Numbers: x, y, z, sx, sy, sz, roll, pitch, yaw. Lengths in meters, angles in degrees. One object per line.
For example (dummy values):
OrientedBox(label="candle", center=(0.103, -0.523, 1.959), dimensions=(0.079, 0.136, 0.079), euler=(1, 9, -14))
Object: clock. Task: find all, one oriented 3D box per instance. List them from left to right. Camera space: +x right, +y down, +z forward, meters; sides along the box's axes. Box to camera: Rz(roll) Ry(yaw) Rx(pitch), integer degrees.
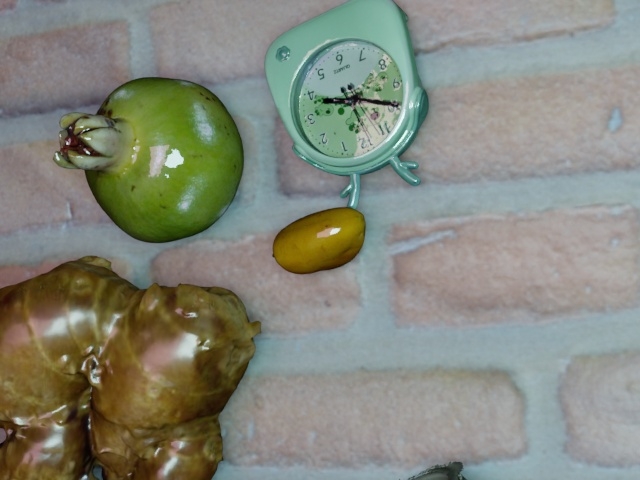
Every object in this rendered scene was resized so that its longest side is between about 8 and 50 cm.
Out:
OrientedBox(label="clock", center=(0.036, -0.138, 1.133), dimensions=(0.159, 0.066, 0.210), euler=(-20, 77, 20))

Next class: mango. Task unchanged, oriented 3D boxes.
OrientedBox(label="mango", center=(0.000, 0.000, 1.119), dimensions=(0.114, 0.080, 0.060), euler=(-19, 81, 37))

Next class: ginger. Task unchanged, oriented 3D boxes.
OrientedBox(label="ginger", center=(-0.248, 0.158, 1.158), dimensions=(0.358, 0.152, 0.274), euler=(8, 100, 8))

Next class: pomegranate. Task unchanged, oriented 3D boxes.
OrientedBox(label="pomegranate", center=(-0.175, -0.081, 1.146), dimensions=(0.179, 0.210, 0.179), euler=(5, 108, 15))

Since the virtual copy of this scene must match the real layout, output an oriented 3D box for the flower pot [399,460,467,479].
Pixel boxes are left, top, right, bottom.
OrientedBox(label="flower pot", center=(0.082, 0.331, 0.999), dimensions=(0.235, 0.235, 0.140), euler=(-39, 96, 15))
